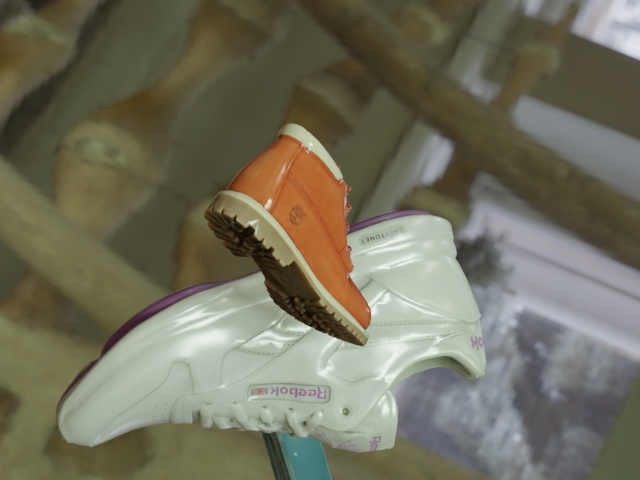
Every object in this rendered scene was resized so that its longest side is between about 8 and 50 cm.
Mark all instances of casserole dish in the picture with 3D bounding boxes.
[{"bbox_3d":[-0.020,0.212,1.640,0.114,0.037,0.188,-138,-149,-64],"label":"casserole dish"}]

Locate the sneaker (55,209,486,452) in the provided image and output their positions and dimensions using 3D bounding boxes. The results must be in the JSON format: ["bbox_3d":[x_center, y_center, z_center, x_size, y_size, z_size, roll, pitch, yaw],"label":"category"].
[{"bbox_3d":[-0.030,0.091,1.211,0.305,0.152,0.114,-22,169,-4],"label":"sneaker"}]

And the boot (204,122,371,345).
[{"bbox_3d":[0.000,0.000,1.072,0.084,0.059,0.158,-57,137,-22],"label":"boot"}]
